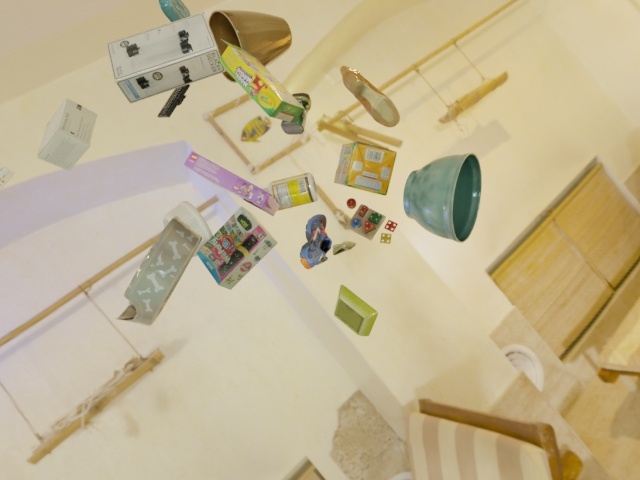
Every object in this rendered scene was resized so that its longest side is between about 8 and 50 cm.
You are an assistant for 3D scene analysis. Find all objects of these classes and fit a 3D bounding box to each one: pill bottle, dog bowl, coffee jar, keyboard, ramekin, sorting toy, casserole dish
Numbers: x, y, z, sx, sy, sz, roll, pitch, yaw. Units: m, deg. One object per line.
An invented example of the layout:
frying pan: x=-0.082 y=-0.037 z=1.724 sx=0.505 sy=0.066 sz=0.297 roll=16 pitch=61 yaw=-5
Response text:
pill bottle: x=-0.123 y=-0.183 z=1.597 sx=0.215 sy=0.117 sz=0.117 roll=-13 pitch=2 yaw=7
dog bowl: x=-0.477 y=0.100 z=1.251 sx=0.348 sy=0.102 sz=0.348 roll=-56 pitch=13 yaw=20
coffee jar: x=-0.099 y=-0.533 z=1.732 sx=0.079 sy=0.096 sz=0.184 roll=63 pitch=-146 yaw=-55
keyboard: x=-0.605 y=-0.583 z=1.719 sx=0.023 sy=0.108 sz=0.180 roll=47 pitch=-120 yaw=-50
ramekin: x=-0.627 y=-0.042 z=1.954 sx=0.127 sy=0.272 sz=0.273 roll=-36 pitch=-3 yaw=-29
sorting toy: x=0.211 y=-0.085 z=1.858 sx=0.132 sy=0.275 sz=0.046 roll=-56 pitch=-19 yaw=-12
casserole dish: x=-0.501 y=-0.804 z=1.441 sx=0.037 sy=0.114 sz=0.188 roll=-12 pitch=-10 yaw=12

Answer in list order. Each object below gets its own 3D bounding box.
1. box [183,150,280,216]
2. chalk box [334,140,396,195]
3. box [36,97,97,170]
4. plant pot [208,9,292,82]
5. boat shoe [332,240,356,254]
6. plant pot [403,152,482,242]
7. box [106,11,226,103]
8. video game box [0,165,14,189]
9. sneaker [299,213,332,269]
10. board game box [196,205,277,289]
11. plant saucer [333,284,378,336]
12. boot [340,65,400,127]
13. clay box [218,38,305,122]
box: x=-0.288 y=-0.184 z=1.394 sx=0.057 sy=0.293 sz=0.201 roll=-61 pitch=-6 yaw=-2
chalk box: x=0.172 y=-0.301 z=1.736 sx=0.289 sy=0.180 sz=0.179 roll=-135 pitch=57 yaw=-77
box: x=-0.953 y=-0.397 z=1.561 sx=0.182 sy=0.180 sz=0.119 roll=-31 pitch=-38 yaw=30
plant pot: x=-0.239 y=-0.731 z=1.516 sx=0.254 sy=0.237 sz=0.237 roll=-29 pitch=-6 yaw=-27
boat shoe: x=0.116 y=0.039 z=2.048 sx=0.056 sy=0.048 sz=0.153 roll=22 pitch=-25 yaw=-39
plant pot: x=0.402 y=-0.148 z=1.401 sx=0.196 sy=0.292 sz=0.293 roll=9 pitch=32 yaw=35
box: x=-0.432 y=-0.517 z=1.170 sx=0.290 sy=0.169 sz=0.087 roll=-22 pitch=-26 yaw=-5
video game box: x=-1.277 y=-0.177 z=1.552 sx=0.205 sy=0.048 sz=0.187 roll=-14 pitch=48 yaw=23
sneaker: x=0.000 y=0.000 z=1.336 sx=0.087 sy=0.083 sz=0.221 roll=-10 pitch=46 yaw=22
board game box: x=-0.375 y=0.033 z=1.848 sx=0.303 sy=0.224 sz=0.097 roll=-46 pitch=-31 yaw=2
plant saucer: x=0.127 y=0.295 z=1.667 sx=0.045 sy=0.188 sz=0.188 roll=-37 pitch=-27 yaw=-34
boot: x=0.210 y=-0.619 z=1.752 sx=0.104 sy=0.295 sz=0.211 roll=-43 pitch=32 yaw=25
clay box: x=-0.149 y=-0.384 z=1.003 sx=0.053 sy=0.222 sz=0.127 roll=-47 pitch=-11 yaw=22
